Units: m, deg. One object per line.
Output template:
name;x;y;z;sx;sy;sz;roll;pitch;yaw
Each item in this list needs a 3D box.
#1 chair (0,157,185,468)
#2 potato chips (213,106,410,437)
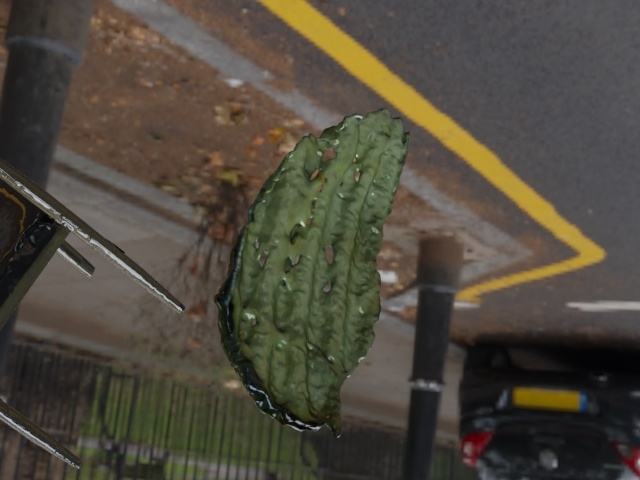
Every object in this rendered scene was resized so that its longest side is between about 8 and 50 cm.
chair;-0.276;0.029;0.818;0.166;0.188;0.272;16;157;44
potato chips;0.000;0.000;0.546;0.092;0.207;0.028;28;150;-22
